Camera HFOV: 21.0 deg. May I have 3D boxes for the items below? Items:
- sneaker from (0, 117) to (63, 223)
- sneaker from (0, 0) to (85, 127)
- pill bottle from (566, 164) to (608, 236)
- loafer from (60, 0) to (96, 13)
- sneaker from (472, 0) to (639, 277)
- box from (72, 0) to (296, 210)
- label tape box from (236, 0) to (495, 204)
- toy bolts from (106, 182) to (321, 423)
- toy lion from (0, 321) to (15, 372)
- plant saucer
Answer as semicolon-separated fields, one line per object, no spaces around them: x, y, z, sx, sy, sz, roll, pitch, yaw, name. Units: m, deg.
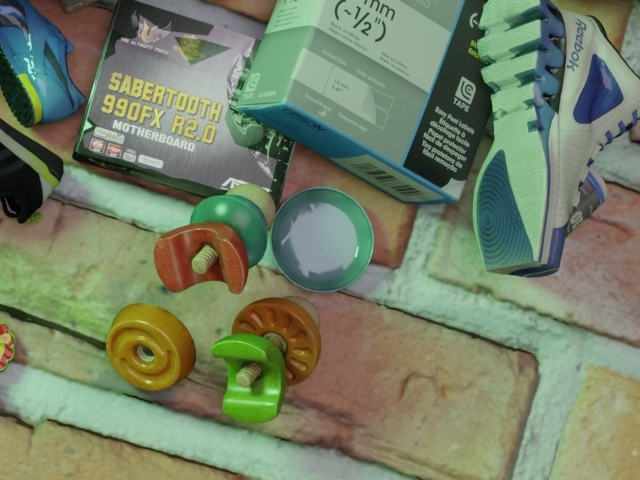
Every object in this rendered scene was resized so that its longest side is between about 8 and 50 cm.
-0.360;-0.085;1.787;0.235;0.084;0.097;34;81;-42;sneaker
-0.322;-0.225;1.869;0.082;0.069;0.209;-25;89;-30;sneaker
0.254;-0.032;1.970;0.137;0.078;0.078;-41;94;-14;pill bottle
-0.228;-0.282;1.909;0.125;0.045;0.039;-13;103;-8;loafer
0.274;-0.116;1.882;0.182;0.127;0.315;5;85;-31;sneaker
-0.138;-0.145;1.903;0.231;0.056;0.183;17;80;-11;box
0.089;-0.246;1.904;0.249;0.115;0.347;28;78;-28;label tape box
-0.109;0.050;1.850;0.218;0.158;0.228;6;120;22;toy bolts
-0.375;0.123;1.830;0.100;0.034;0.096;6;75;-12;toy lion
0.000;0.000;1.935;0.119;0.021;0.119;2;82;-13;plant saucer
